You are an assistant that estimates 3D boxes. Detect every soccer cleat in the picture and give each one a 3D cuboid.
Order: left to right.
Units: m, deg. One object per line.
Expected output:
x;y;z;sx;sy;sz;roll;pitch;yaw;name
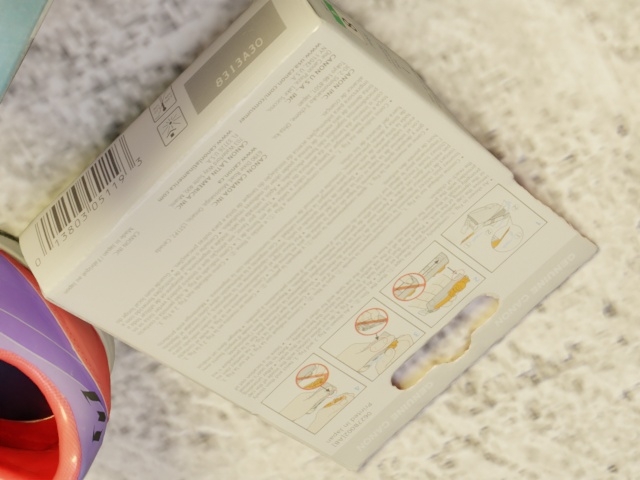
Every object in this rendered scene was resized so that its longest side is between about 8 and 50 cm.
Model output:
-0.228;0.012;0.786;0.318;0.116;0.108;32;109;-22;soccer cleat

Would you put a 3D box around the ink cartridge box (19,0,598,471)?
0.000;0.000;0.860;0.181;0.056;0.224;-43;133;15;ink cartridge box

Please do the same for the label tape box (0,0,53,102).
-0.168;-0.198;0.585;0.240;0.106;0.334;25;106;-19;label tape box
